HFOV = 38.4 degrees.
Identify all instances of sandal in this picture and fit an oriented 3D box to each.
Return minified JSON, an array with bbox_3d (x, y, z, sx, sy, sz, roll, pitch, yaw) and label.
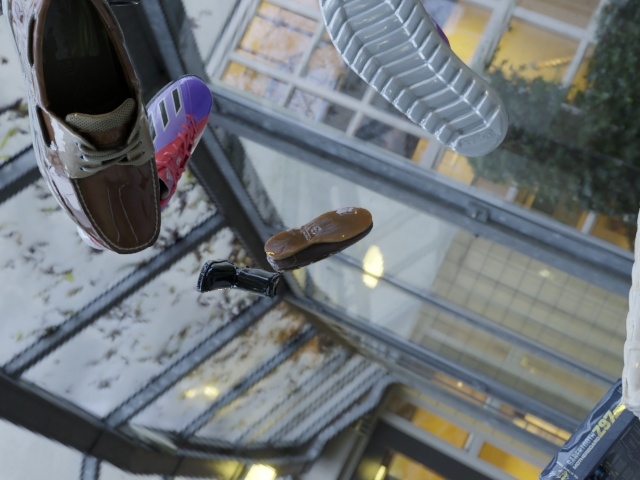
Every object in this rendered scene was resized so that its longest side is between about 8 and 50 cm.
[{"bbox_3d":[0.149,-0.310,1.524,0.169,0.416,0.102,-36,7,32],"label":"sandal"}]

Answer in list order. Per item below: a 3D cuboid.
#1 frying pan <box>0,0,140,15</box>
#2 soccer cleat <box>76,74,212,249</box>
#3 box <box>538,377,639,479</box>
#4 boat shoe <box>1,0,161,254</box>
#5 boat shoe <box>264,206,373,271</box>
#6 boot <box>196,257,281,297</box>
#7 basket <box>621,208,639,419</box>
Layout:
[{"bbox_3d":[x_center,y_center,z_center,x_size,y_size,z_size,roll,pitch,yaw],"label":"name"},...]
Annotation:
[{"bbox_3d":[-0.415,-0.298,1.148,0.326,0.197,0.053,5,-95,-42],"label":"frying pan"},{"bbox_3d":[-0.239,-0.118,1.382,0.108,0.116,0.318,48,-117,-35],"label":"soccer cleat"},{"bbox_3d":[0.423,0.322,1.319,0.183,0.059,0.232,-50,-45,-5],"label":"box"},{"bbox_3d":[-0.226,-0.117,0.903,0.123,0.116,0.324,-24,-57,-15],"label":"boat shoe"},{"bbox_3d":[0.000,0.000,1.697,0.073,0.206,0.073,70,-177,-52],"label":"boat shoe"},{"bbox_3d":[-0.114,0.059,1.316,0.121,0.099,0.045,-35,-40,-76],"label":"boot"},{"bbox_3d":[0.551,0.086,1.063,0.266,0.328,0.331,36,-118,-47],"label":"basket"}]
